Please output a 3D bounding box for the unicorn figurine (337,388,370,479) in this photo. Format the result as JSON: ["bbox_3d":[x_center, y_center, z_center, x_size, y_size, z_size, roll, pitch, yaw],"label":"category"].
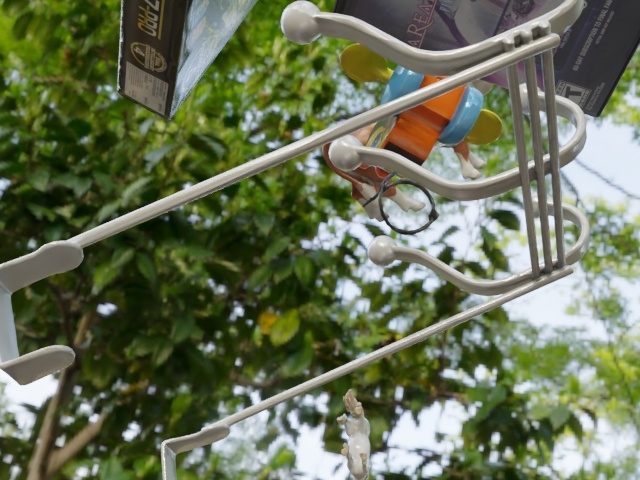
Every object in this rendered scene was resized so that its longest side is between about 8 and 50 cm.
[{"bbox_3d":[0.050,0.308,1.411,0.060,0.161,0.111,9,-28,15],"label":"unicorn figurine"}]

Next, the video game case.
[{"bbox_3d":[0.161,-0.231,0.872,0.274,0.026,0.196,17,-46,-1],"label":"video game case"}]

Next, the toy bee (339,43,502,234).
[{"bbox_3d":[0.093,-0.142,1.099,0.195,0.298,0.162,47,-24,-6],"label":"toy bee"}]

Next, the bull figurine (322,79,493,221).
[{"bbox_3d":[0.159,-0.162,1.479,0.310,0.101,0.188,-28,-79,-2],"label":"bull figurine"}]

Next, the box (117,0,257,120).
[{"bbox_3d":[-0.128,-0.370,1.195,0.097,0.318,0.395,28,-26,0],"label":"box"}]

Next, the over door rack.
[{"bbox_3d":[0.000,0.000,0.546,0.324,0.108,0.239,-33,-36,-6],"label":"over door rack"}]
